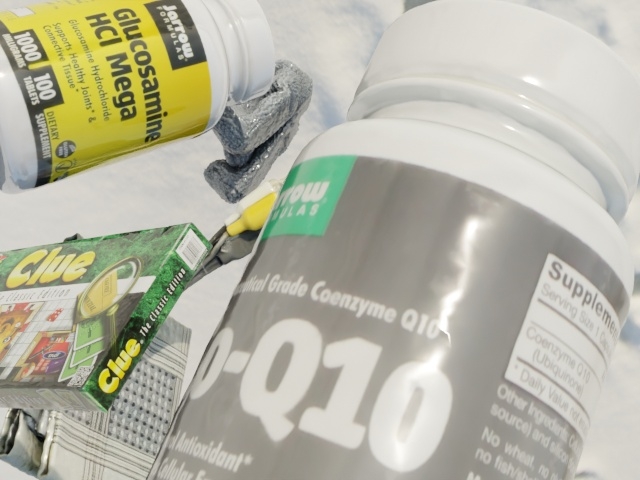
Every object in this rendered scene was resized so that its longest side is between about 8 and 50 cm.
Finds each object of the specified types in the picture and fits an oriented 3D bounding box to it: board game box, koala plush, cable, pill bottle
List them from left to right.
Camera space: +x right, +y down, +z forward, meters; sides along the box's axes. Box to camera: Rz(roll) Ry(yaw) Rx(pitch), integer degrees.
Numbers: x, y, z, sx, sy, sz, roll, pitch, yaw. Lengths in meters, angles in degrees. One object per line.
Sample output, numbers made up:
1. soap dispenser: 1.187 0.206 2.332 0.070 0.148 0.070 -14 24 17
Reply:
1. board game box: -0.201 0.056 0.641 0.259 0.136 0.030 -8 130 39
2. pill bottle: -0.226 -0.186 1.025 0.333 0.188 0.188 -23 140 -30
3. cable: -0.147 0.004 1.204 0.287 0.139 0.072 -31 103 -9
4. koala plush: -0.147 -0.208 1.316 0.203 0.221 0.196 -52 167 -27
5. pill bottle: 0.046 0.065 0.496 0.204 0.204 0.361 46 61 -47

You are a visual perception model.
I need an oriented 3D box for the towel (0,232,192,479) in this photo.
1. towel: -0.278 0.196 1.230 0.056 0.312 0.324 -3 150 24
